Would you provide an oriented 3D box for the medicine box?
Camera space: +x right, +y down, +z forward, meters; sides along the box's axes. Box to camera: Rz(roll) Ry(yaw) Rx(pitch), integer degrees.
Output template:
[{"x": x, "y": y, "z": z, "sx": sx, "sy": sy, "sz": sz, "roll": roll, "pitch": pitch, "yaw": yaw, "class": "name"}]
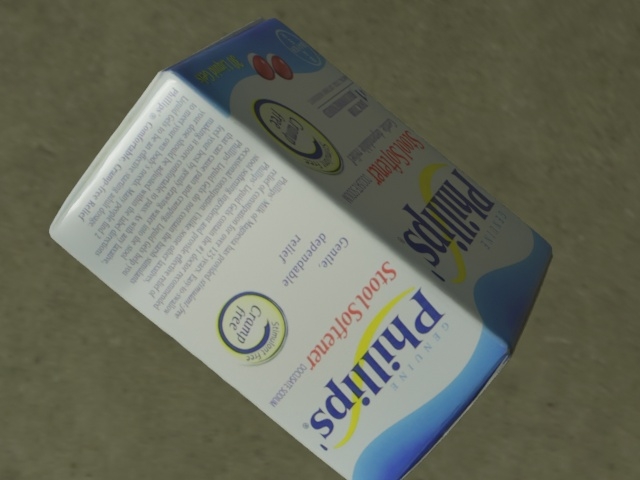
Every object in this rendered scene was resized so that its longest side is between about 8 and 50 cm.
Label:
[{"x": 0.000, "y": 0.000, "z": 1.220, "sx": 0.289, "sy": 0.263, "sz": 0.149, "roll": 39, "pitch": 110, "yaw": 1, "class": "medicine box"}]
